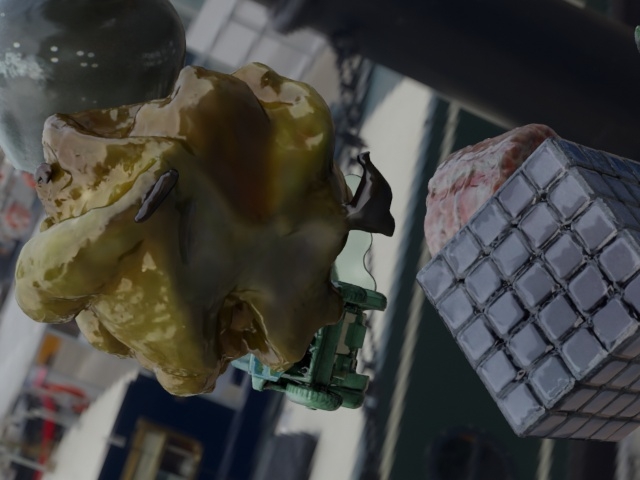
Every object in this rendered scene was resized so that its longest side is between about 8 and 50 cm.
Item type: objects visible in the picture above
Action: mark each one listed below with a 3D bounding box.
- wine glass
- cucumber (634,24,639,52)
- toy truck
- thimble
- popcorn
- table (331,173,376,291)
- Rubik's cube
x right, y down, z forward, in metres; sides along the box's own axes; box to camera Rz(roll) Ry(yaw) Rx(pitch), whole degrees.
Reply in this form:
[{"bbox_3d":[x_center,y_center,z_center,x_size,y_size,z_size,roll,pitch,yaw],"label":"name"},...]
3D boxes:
[{"bbox_3d":[-0.251,-0.236,1.481,0.238,0.238,0.323,-91,6,-58],"label":"wine glass"},{"bbox_3d":[0.416,-0.177,1.675,0.033,0.184,0.036,-37,24,-9],"label":"cucumber"},{"bbox_3d":[-0.017,0.120,1.745,0.279,0.156,0.155,25,-103,-76],"label":"toy truck"},{"bbox_3d":[0.266,-0.033,1.959,0.162,0.239,0.239,-15,50,44],"label":"thimble"},{"bbox_3d":[-0.109,-0.022,1.247,0.281,0.316,0.297,8,70,54],"label":"popcorn"},{"bbox_3d":[0.000,0.000,2.195,0.166,0.166,0.198,-178,82,-75],"label":"table"},{"bbox_3d":[0.290,0.058,1.540,0.238,0.237,0.237,-46,55,25],"label":"Rubik's cube"}]
